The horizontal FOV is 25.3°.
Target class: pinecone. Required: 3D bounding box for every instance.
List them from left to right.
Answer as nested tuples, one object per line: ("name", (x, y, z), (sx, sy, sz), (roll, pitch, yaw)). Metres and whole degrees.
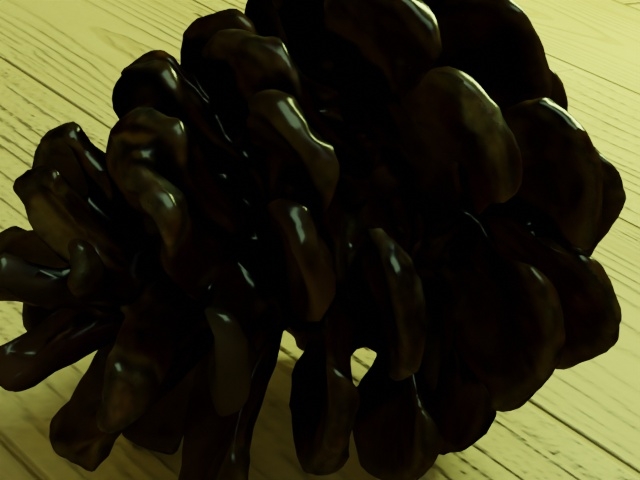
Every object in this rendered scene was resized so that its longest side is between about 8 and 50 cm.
("pinecone", (0.000, 0.000, 0.623), (0.309, 0.244, 0.244), (-31, 45, -34))
